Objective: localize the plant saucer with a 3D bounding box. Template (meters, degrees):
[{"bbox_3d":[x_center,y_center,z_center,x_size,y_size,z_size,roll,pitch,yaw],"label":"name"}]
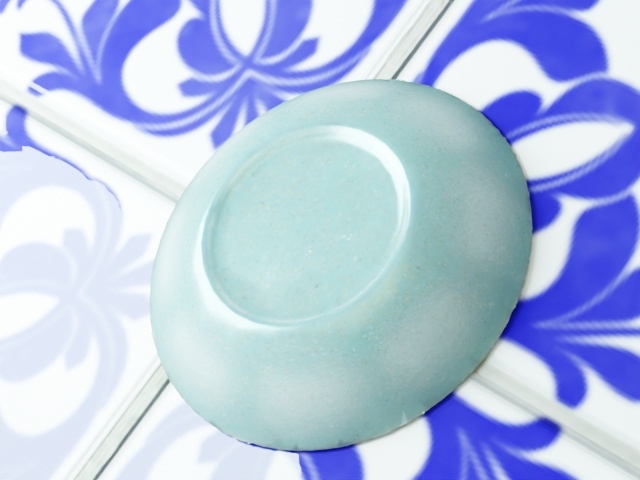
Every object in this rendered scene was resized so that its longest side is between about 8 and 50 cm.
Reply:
[{"bbox_3d":[0.000,0.000,0.874,0.195,0.037,0.195,-11,59,19],"label":"plant saucer"}]
